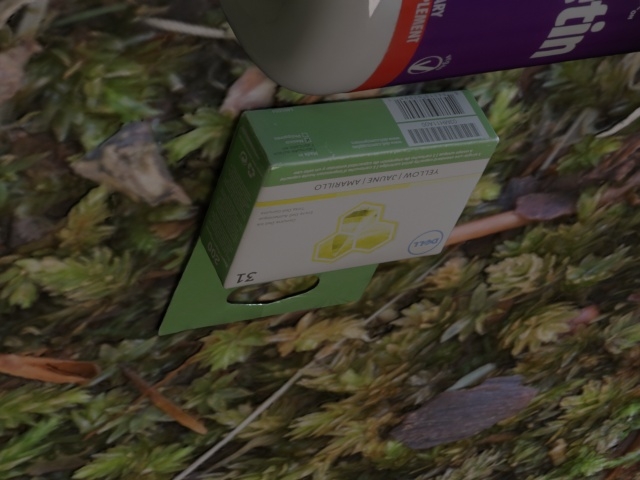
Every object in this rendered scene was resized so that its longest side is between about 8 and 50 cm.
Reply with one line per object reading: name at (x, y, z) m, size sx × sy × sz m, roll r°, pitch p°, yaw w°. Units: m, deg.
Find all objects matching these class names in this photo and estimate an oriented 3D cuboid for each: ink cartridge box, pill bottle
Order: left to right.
ink cartridge box at (0.000, 0.000, 1.338) m, size 0.171 × 0.056 × 0.235 m, roll -8°, pitch 143°, yaw -28°
pill bottle at (0.113, -0.180, 1.019) m, size 0.323 × 0.181 × 0.181 m, roll -10°, pitch 146°, yaw -24°
